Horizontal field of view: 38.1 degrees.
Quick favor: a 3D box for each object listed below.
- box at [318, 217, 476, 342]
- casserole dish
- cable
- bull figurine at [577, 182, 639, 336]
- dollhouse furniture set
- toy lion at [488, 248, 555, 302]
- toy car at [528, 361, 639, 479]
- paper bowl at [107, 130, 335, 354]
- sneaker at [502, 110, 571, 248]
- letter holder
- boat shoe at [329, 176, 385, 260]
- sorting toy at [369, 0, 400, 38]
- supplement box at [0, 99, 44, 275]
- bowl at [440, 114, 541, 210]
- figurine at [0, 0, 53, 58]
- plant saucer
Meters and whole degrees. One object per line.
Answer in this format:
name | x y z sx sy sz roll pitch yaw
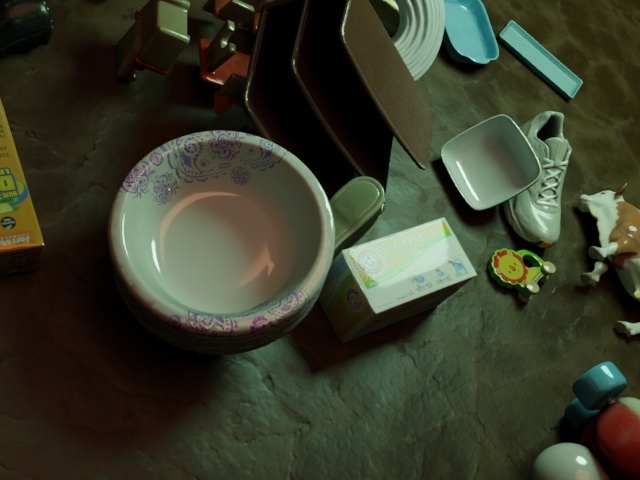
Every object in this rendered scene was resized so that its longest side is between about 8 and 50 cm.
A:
box | 0.107 0.057 1.360 0.203 0.114 0.103 -18 72 -33
casserole dish | 0.273 -0.406 1.772 0.114 0.037 0.188 1 63 -28
cable | 0.088 -0.371 1.537 0.257 0.089 0.257 16 96 -21
bull figurine | 0.549 0.045 1.617 0.188 0.101 0.310 -32 78 -34
dollhouse furniture set | -0.166 -0.274 1.425 0.259 0.135 0.262 16 55 -33
toy lion | 0.329 0.048 1.541 0.096 0.034 0.100 43 51 10
toy car | 0.379 0.339 1.329 0.238 0.210 0.219 -28 62 -8
paper bowl | -0.129 0.012 1.210 0.284 0.148 0.284 3 64 -7
sneaker | 0.384 -0.115 1.606 0.099 0.121 0.262 13 57 -21
letter holder | 0.034 -0.184 1.345 0.302 0.152 0.214 50 40 -44
boat shoe | 0.000 0.000 1.335 0.228 0.068 0.081 -36 67 -9
sorting toy | 0.083 -0.489 1.666 0.257 0.089 0.255 14 68 -21
supplement box | -0.419 -0.072 1.176 0.078 0.080 0.233 -12 71 -31
bowl | 0.291 -0.126 1.576 0.142 0.053 0.142 -29 71 6
figurine | -0.517 -0.326 1.272 0.209 0.092 0.215 -35 81 -34
plant saucer | 0.436 -0.358 1.845 0.192 0.018 0.067 41 51 -2
